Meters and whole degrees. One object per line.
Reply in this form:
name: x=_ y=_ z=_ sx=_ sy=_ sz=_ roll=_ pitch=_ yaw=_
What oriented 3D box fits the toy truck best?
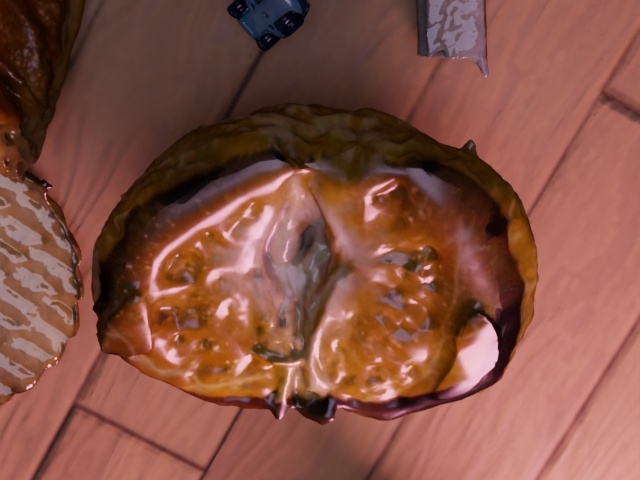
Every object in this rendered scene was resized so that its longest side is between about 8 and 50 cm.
toy truck: x=-0.031 y=-0.214 z=1.278 sx=0.056 sy=0.090 sz=0.073 roll=48 pitch=144 yaw=-11

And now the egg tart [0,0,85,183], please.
egg tart: x=-0.321 y=-0.232 z=1.177 sx=0.153 sy=0.351 sz=0.339 roll=7 pitch=87 yaw=29

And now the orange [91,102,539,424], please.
orange: x=0.000 y=0.000 z=1.251 sx=0.368 sy=0.210 sz=0.271 roll=5 pitch=128 yaw=0

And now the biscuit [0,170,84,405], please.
biscuit: x=-0.310 y=0.045 z=1.358 sx=0.187 sy=0.036 sz=0.273 roll=17 pitch=104 yaw=-4

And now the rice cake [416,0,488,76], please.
rice cake: x=0.110 y=-0.246 z=1.266 sx=0.063 sy=0.069 sz=0.206 roll=-3 pitch=107 yaw=-1
